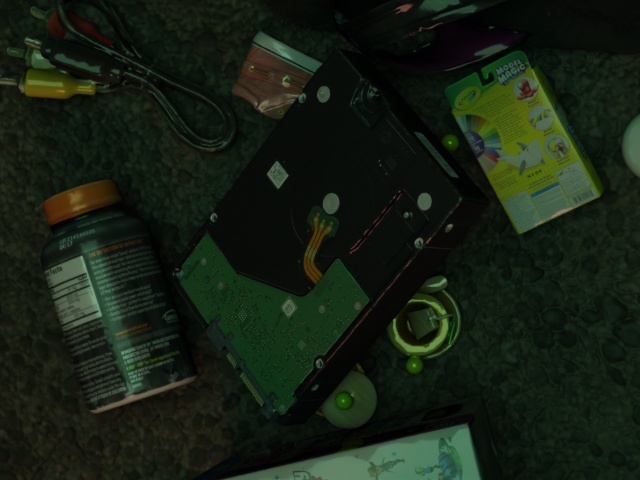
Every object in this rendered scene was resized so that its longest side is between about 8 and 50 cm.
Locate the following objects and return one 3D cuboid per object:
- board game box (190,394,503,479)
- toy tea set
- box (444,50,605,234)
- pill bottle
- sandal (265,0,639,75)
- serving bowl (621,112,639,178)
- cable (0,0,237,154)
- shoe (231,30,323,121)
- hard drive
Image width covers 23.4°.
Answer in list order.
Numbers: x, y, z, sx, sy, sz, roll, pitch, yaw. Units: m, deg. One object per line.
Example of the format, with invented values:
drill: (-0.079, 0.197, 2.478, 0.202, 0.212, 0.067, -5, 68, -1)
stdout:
board game box: (0.029, 0.254, 1.626, 0.303, 0.224, 0.098, -16, 88, 10)
toy tea set: (0.057, 0.036, 1.672, 0.200, 0.124, 0.336, -1, 89, 11)
box: (0.217, -0.108, 1.658, 0.105, 0.043, 0.179, -26, 98, 24)
pill bottle: (-0.233, 0.059, 1.724, 0.130, 0.130, 0.246, -19, 86, 10)
sandal: (0.152, -0.240, 1.624, 0.445, 0.167, 0.107, 5, 65, 10)
serving bowl: (0.367, -0.103, 1.663, 0.083, 0.027, 0.083, 0, 89, 10)
cable: (-0.220, -0.195, 1.776, 0.287, 0.072, 0.140, 22, 77, -2)
shoe: (-0.013, -0.160, 1.720, 0.178, 0.063, 0.081, 29, 96, 15)
hard drive: (0.000, 0.000, 1.631, 0.339, 0.064, 0.237, -52, 58, 23)
